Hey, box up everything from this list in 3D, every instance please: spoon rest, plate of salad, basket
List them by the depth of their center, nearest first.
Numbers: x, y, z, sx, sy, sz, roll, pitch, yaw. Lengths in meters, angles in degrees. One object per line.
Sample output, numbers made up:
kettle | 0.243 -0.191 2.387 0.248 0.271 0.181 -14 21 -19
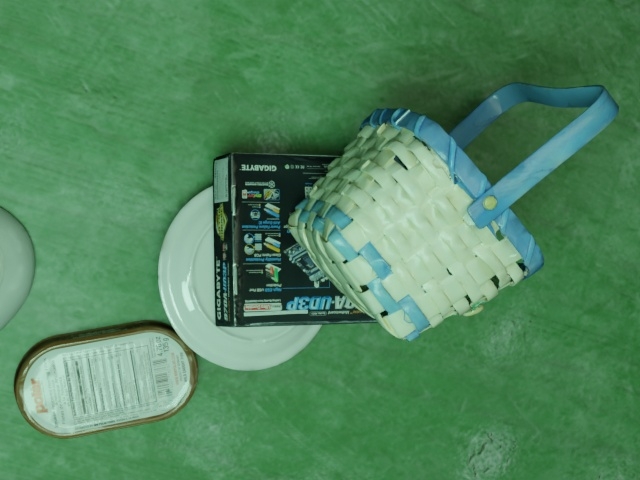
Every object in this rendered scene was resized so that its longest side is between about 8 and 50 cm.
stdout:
basket | 0.125 -0.051 1.181 0.289 0.255 0.201 -44 103 -3
spoon rest | -0.378 0.090 1.218 0.137 0.084 0.276 23 76 -17
plate of salad | -0.078 0.036 1.293 0.200 0.048 0.199 2 86 -27

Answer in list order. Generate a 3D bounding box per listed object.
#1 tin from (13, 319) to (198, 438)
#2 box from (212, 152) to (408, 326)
tin | -0.220 0.143 1.276 0.190 0.040 0.106 -10 94 -13
box | 0.000 0.000 1.277 0.220 0.051 0.175 -1 88 -26
